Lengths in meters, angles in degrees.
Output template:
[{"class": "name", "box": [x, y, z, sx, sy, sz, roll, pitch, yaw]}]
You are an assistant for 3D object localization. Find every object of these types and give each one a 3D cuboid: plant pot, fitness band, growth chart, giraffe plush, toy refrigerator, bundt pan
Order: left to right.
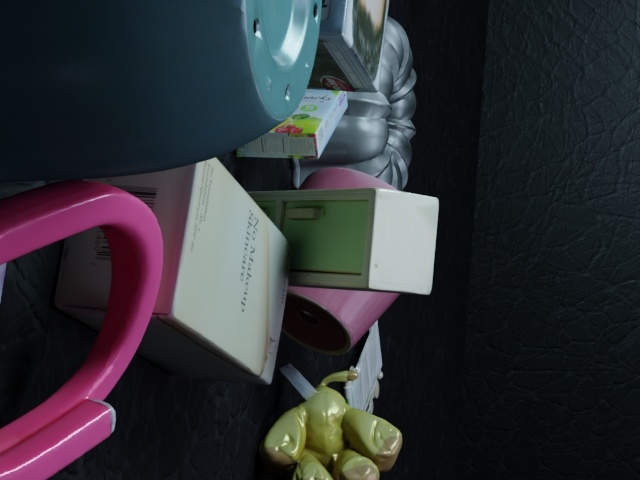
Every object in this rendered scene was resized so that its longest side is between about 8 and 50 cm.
[{"class": "fitness band", "box": [-0.205, 0.070, 0.909, 0.291, 0.054, 0.209, -30, 132, -57]}, {"class": "plant pot", "box": [-0.131, -0.176, 0.882, 0.293, 0.235, 0.293, 5, 90, -76]}, {"class": "giraffe plush", "box": [0.000, 0.292, 1.745, 0.170, 0.181, 0.210, 93, -24, -48]}, {"class": "toy refrigerator", "box": [0.000, 0.000, 1.393, 0.094, 0.269, 0.102, 7, 87, -36]}, {"class": "plant pot", "box": [0.022, 0.038, 1.664, 0.180, 0.201, 0.201, -58, 153, -28]}, {"class": "bundt pan", "box": [0.059, -0.174, 1.837, 0.331, 0.124, 0.331, 4, 90, -76]}, {"class": "growth chart", "box": [0.075, 0.239, 2.218, 0.237, 0.021, 0.172, -61, 152, -58]}]

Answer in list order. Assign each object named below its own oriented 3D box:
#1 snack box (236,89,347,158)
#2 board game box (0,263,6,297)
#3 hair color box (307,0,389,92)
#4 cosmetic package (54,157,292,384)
[{"class": "snack box", "box": [-0.034, -0.143, 1.530, 0.141, 0.100, 0.037, -62, 152, -55]}, {"class": "board game box", "box": [-0.249, 0.017, 0.906, 0.090, 0.020, 0.090, 36, 60, -71]}, {"class": "hair color box", "box": [0.011, -0.355, 1.303, 0.185, 0.113, 0.375, 37, 59, -73]}, {"class": "cosmetic package", "box": [-0.125, 0.028, 1.211, 0.309, 0.113, 0.160, 48, 48, -69]}]
